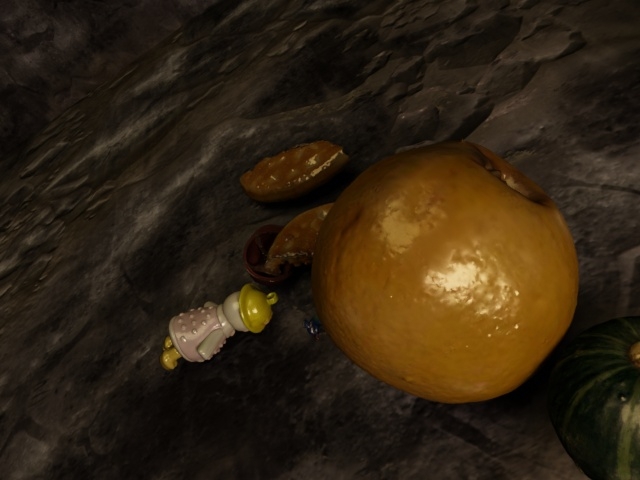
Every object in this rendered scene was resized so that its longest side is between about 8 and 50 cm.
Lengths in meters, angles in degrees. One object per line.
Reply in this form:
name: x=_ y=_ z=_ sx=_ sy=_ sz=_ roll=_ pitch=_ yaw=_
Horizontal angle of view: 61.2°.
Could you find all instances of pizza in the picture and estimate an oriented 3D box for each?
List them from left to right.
pizza: x=-0.050 y=-0.116 z=0.991 sx=0.246 sy=0.058 sz=0.127 roll=-18 pitch=45 yaw=26
pizza: x=0.000 y=0.000 z=0.840 sx=0.130 sy=0.041 sz=0.178 roll=18 pitch=48 yaw=24

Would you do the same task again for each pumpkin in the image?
pumpkin: x=0.274 y=0.137 z=0.447 sx=0.167 sy=0.125 sz=0.167 roll=-5 pitch=37 yaw=4

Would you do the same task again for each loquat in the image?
loquat: x=0.123 y=0.039 z=0.570 sx=0.274 sy=0.275 sz=0.275 roll=-21 pitch=43 yaw=21

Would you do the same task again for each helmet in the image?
helmet: x=-0.078 y=0.034 z=0.871 sx=0.089 sy=0.057 sz=0.111 roll=15 pitch=52 yaw=3

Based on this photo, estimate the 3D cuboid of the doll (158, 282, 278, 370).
doll: x=-0.156 y=0.127 z=0.824 sx=0.207 sy=0.081 sz=0.129 roll=-27 pitch=28 yaw=10

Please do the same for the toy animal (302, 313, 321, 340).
toy animal: x=0.046 y=0.051 z=0.747 sx=0.041 sy=0.075 sz=0.217 roll=8 pitch=54 yaw=42
